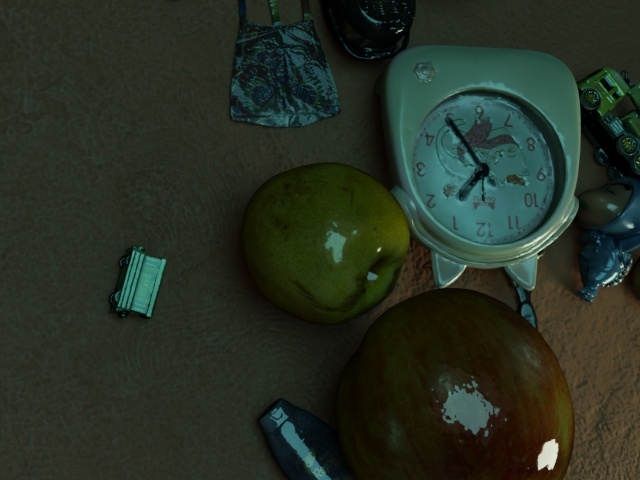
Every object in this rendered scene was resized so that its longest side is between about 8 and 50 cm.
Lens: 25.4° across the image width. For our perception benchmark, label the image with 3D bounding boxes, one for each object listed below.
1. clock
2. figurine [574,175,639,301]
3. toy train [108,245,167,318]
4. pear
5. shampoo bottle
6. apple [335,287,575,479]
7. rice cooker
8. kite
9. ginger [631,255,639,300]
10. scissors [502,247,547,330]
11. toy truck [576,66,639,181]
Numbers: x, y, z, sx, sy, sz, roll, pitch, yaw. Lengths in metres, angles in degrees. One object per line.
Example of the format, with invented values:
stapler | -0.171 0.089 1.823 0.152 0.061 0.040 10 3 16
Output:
clock | 0.205 -0.092 1.869 0.265 0.108 0.324 3 78 -13
figurine | 0.378 -0.011 1.924 0.145 0.114 0.178 24 84 -10
toy train | -0.227 0.055 1.766 0.056 0.038 0.093 19 77 -20
pear | 0.000 0.000 1.758 0.209 0.209 0.208 2 81 -16
shampoo bottle | 0.014 0.297 1.794 0.087 0.049 0.233 -43 95 -20
apple | 0.161 0.193 1.732 0.302 0.301 0.301 2 81 -16
rice cooker | 0.063 -0.320 1.872 0.112 0.106 0.165 -12 73 -20
kite | -0.056 -0.290 1.879 0.152 0.015 0.285 -3 86 -20
ginger | 0.523 0.034 1.971 0.204 0.080 0.104 -20 120 -18
scissors | 0.277 0.089 1.920 0.088 0.017 0.220 -5 84 -16
toy truck | 0.417 -0.162 1.968 0.100 0.077 0.169 -40 93 -21
